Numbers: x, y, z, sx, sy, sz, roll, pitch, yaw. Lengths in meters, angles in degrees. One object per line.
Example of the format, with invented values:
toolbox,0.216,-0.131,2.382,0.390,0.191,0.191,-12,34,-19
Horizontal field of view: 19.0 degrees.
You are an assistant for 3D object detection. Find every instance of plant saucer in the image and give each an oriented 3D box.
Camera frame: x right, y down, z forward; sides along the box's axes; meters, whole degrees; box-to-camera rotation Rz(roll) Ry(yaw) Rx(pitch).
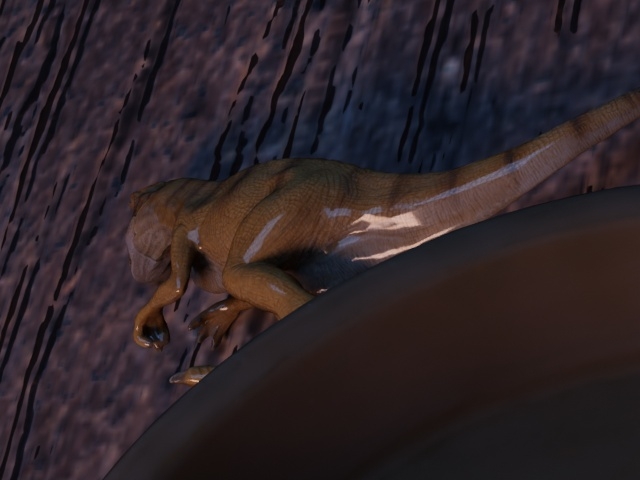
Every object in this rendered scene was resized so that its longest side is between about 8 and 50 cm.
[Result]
plant saucer,0.074,0.109,0.299,0.278,0.041,0.278,-4,54,6

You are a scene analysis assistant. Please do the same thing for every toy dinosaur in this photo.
toy dinosaur,0.000,0.000,0.556,0.211,0.064,0.112,-6,61,40
